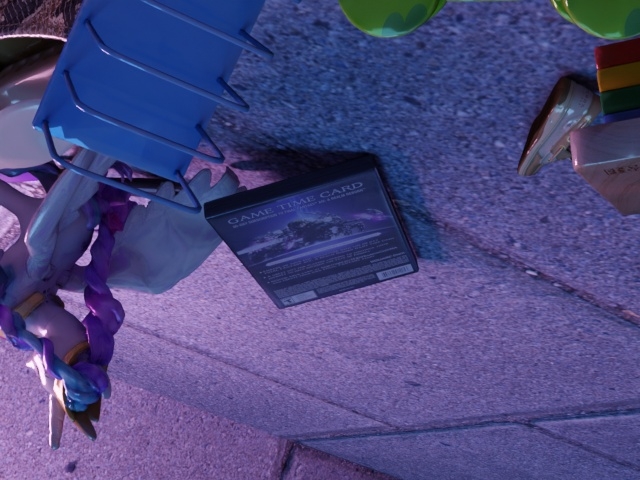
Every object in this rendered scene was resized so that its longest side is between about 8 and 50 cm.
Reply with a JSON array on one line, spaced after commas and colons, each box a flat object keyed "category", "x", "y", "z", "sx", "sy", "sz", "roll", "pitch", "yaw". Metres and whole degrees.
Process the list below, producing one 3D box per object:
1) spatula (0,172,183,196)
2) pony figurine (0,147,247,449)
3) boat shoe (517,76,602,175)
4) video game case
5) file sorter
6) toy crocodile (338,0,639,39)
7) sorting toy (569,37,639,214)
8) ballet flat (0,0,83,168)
[{"category": "spatula", "x": -0.311, "y": -0.083, "z": 1.218, "sx": 0.296, "sy": 0.030, "sz": 0.084, "roll": 11, "pitch": 147, "yaw": 7}, {"category": "pony figurine", "x": -0.289, "y": 0.001, "z": 1.050, "sx": 0.363, "sy": 0.351, "sz": 0.303, "roll": 34, "pitch": -179, "yaw": 28}, {"category": "boat shoe", "x": 0.210, "y": -0.091, "z": 0.838, "sx": 0.045, "sy": 0.050, "sz": 0.135, "roll": 20, "pitch": 159, "yaw": 3}, {"category": "video game case", "x": 0.000, "y": 0.000, "z": 1.132, "sx": 0.196, "sy": 0.026, "sz": 0.274, "roll": -16, "pitch": 150, "yaw": 9}, {"category": "file sorter", "x": -0.106, "y": -0.120, "z": 0.646, "sx": 0.118, "sy": 0.170, "sz": 0.104, "roll": 20, "pitch": -165, "yaw": -27}, {"category": "toy crocodile", "x": 0.118, "y": -0.185, "z": 0.598, "sx": 0.340, "sy": 0.105, "sz": 0.115, "roll": 3, "pitch": -162, "yaw": 12}, {"category": "sorting toy", "x": 0.312, "y": -0.092, "z": 0.628, "sx": 0.255, "sy": 0.090, "sz": 0.257, "roll": -9, "pitch": 171, "yaw": 24}, {"category": "ballet flat", "x": -0.291, "y": -0.144, "z": 0.857, "sx": 0.482, "sy": 0.182, "sz": 0.164, "roll": -6, "pitch": 154, "yaw": 42}]
